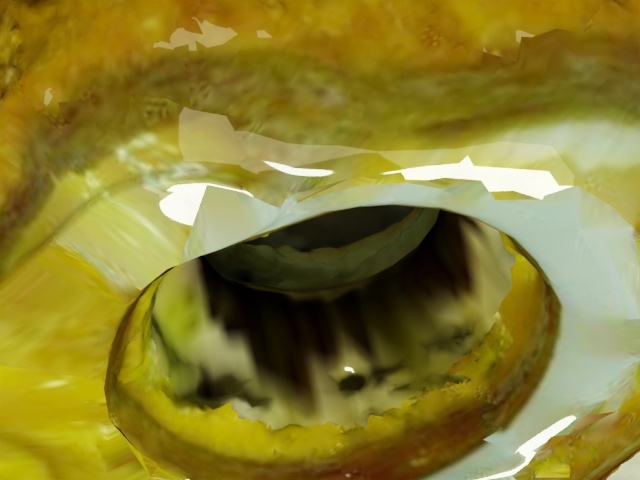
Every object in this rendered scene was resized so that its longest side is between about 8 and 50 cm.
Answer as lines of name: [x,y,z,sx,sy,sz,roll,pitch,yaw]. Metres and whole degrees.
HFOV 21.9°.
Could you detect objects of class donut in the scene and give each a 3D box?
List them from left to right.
donut: [0.000,0.000,0.571,0.330,0.160,0.330,-1,123,-2]
